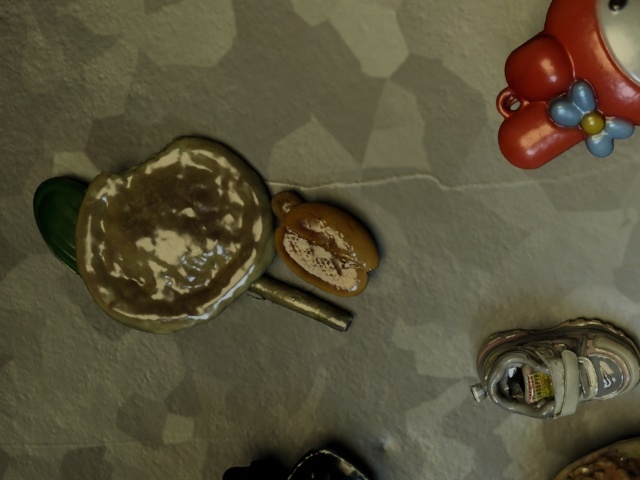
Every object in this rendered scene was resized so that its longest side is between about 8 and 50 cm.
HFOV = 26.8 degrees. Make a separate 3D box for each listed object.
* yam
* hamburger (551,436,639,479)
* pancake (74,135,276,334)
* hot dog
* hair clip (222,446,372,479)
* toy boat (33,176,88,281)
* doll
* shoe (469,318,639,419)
[{"bbox_3d":[-0.072,0.052,1.535,0.234,0.027,0.029,22,88,14],"label":"yam"},{"bbox_3d":[0.326,0.348,1.410,0.243,0.146,0.286,20,105,8],"label":"hamburger"},{"bbox_3d":[-0.168,-0.006,1.518,0.236,0.042,0.222,-6,86,8],"label":"pancake"},{"bbox_3d":[-0.001,0.002,1.480,0.140,0.060,0.090,26,110,5],"label":"hot dog"},{"bbox_3d":[-0.064,0.383,1.551,0.206,0.194,0.310,17,110,9],"label":"hair clip"},{"bbox_3d":[-0.259,0.006,1.583,0.210,0.052,0.104,39,118,8],"label":"toy boat"},{"bbox_3d":[0.282,-0.181,1.272,0.290,0.130,0.161,-33,98,12],"label":"doll"},{"bbox_3d":[0.242,0.138,1.404,0.180,0.092,0.089,-4,104,22],"label":"shoe"}]
